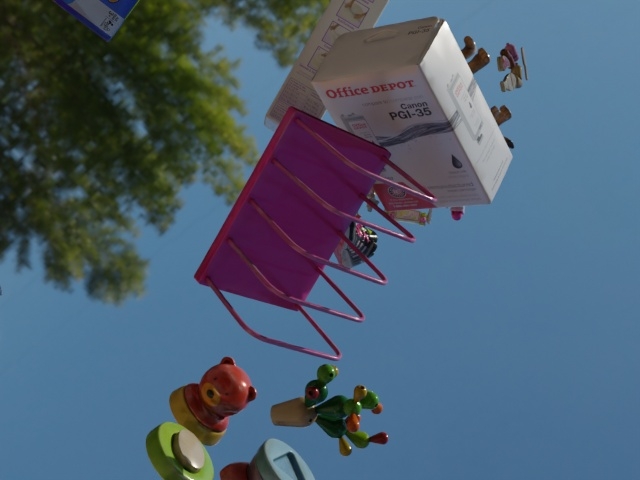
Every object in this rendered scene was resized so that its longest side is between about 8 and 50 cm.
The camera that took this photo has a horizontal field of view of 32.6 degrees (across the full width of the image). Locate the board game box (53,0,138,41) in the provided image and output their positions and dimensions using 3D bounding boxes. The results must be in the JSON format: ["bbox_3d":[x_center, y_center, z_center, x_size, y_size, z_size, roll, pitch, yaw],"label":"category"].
[{"bbox_3d":[-0.238,-0.379,1.331,0.233,0.078,0.347,-52,-156,4],"label":"board game box"}]

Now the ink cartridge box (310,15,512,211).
[{"bbox_3d":[0.143,-0.188,1.705,0.207,0.283,0.117,-3,-136,38],"label":"ink cartridge box"}]

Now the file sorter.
[{"bbox_3d":[0.000,0.000,1.568,0.291,0.202,0.182,-59,-138,13],"label":"file sorter"}]

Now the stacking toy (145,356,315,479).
[{"bbox_3d":[-0.135,0.356,1.838,0.130,0.309,0.279,-42,177,16],"label":"stacking toy"}]

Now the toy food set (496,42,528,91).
[{"bbox_3d":[0.309,-0.285,1.797,0.019,0.078,0.122,-5,-171,30],"label":"toy food set"}]

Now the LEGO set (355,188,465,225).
[{"bbox_3d":[0.123,-0.065,2.044,0.286,0.132,0.107,-2,-117,24],"label":"LEGO set"}]

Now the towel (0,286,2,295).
[{"bbox_3d":[-0.512,0.007,1.512,0.049,0.187,0.282,-37,-168,-19],"label":"towel"}]

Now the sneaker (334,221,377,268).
[{"bbox_3d":[0.058,-0.008,1.844,0.074,0.170,0.063,-23,-119,-8],"label":"sneaker"}]

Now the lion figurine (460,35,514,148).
[{"bbox_3d":[0.242,-0.267,2.215,0.240,0.392,0.142,-32,-140,2],"label":"lion figurine"}]

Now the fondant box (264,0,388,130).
[{"bbox_3d":[0.015,-0.340,2.021,0.330,0.096,0.238,-61,-176,1],"label":"fondant box"}]

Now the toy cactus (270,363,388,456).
[{"bbox_3d":[0.010,0.281,1.760,0.180,0.219,0.112,-10,-124,18],"label":"toy cactus"}]
